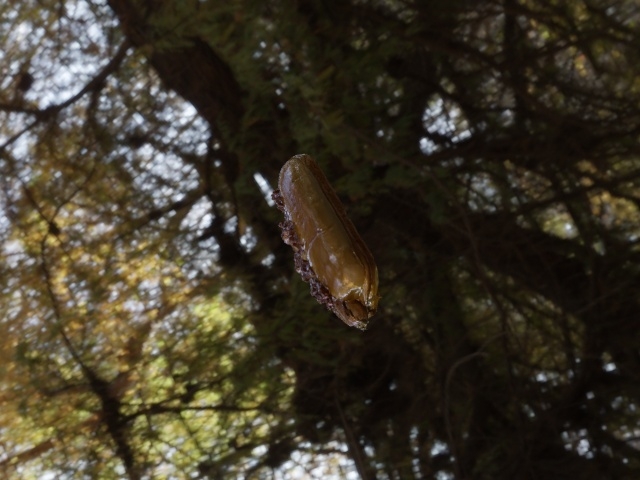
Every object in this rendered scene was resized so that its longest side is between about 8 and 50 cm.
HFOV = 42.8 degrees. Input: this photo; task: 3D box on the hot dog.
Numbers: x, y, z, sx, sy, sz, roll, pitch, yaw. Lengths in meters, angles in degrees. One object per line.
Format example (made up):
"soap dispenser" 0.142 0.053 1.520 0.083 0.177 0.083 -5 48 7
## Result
"hot dog" 0.000 0.000 0.912 0.102 0.076 0.249 82 166 -49
